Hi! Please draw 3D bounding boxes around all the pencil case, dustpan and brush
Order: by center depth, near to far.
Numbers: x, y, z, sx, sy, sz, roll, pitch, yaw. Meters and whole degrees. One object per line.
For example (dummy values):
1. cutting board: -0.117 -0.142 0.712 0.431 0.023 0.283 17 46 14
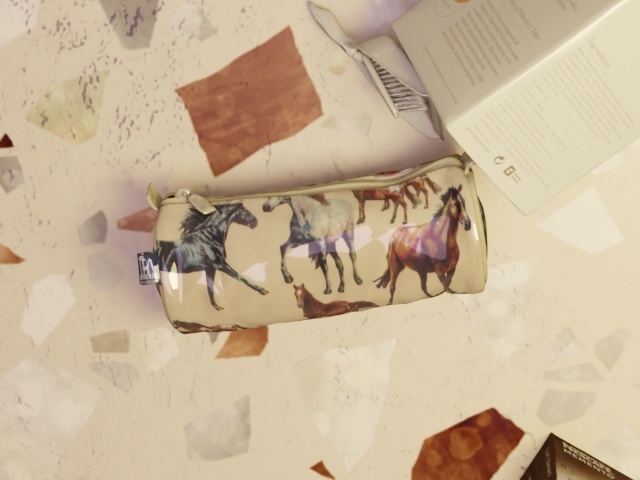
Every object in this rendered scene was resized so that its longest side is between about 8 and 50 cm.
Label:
1. dustpan and brush: 0.060 -0.205 1.432 0.060 0.147 0.211 -31 73 1
2. pencil case: 0.000 0.000 1.455 0.410 0.160 0.183 -9 123 10

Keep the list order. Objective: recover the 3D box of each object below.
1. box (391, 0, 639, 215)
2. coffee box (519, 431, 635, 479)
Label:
1. box: 0.280 -0.229 1.309 0.345 0.215 0.168 -36 129 14
2. coffee box: 0.364 0.357 1.515 0.246 0.141 0.098 30 106 0
